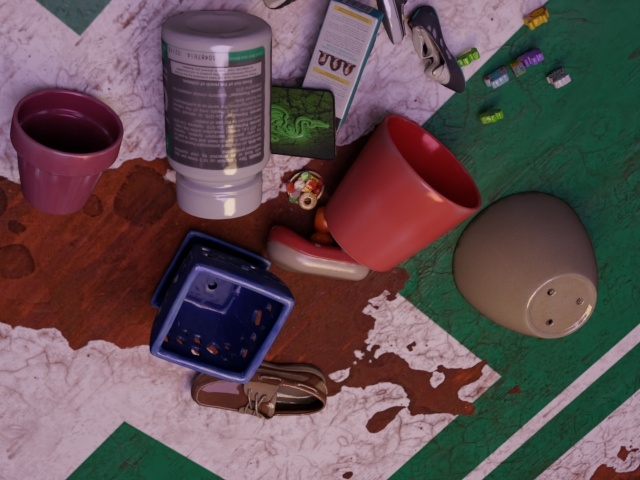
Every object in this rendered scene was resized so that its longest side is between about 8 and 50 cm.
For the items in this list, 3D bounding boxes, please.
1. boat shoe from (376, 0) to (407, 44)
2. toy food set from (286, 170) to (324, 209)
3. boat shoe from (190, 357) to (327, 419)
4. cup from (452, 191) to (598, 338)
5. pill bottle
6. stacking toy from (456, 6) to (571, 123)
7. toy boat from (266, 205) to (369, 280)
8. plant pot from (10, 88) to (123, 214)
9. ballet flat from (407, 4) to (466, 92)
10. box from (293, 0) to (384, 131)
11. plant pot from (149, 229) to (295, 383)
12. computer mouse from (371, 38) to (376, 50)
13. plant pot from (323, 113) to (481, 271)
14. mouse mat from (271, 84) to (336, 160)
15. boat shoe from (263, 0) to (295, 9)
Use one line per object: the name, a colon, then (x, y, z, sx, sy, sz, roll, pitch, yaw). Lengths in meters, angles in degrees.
boat shoe: (0.144, -0.494, 1.845, 0.076, 0.080, 0.228, -18, 114, -3)
toy food set: (-0.032, -0.110, 2.041, 0.082, 0.020, 0.083, 29, 108, -27)
boat shoe: (-0.135, 0.351, 2.217, 0.324, 0.116, 0.123, -1, 119, -14)
cup: (0.493, 0.088, 2.168, 0.331, 0.237, 0.331, -6, 120, -11)
pill bottle: (-0.194, -0.237, 1.820, 0.204, 0.204, 0.361, -5, 119, -13)
stacking toy: (0.402, -0.362, 2.003, 0.221, 0.052, 0.167, -29, 120, 4)
toy boat: (0.000, 0.000, 2.063, 0.231, 0.151, 0.151, 10, 85, -21)
plant pot: (-0.487, -0.157, 1.806, 0.201, 0.201, 0.180, 9, 132, -19)
ballet flat: (0.228, -0.373, 1.931, 0.074, 0.074, 0.203, -27, 118, 1)
box: (0.035, -0.345, 1.869, 0.100, 0.060, 0.244, 25, 120, 6)
plant pot: (-0.220, 0.127, 2.013, 0.236, 0.212, 0.236, 21, 111, -25)
computer mouse: (0.052, -0.352, 1.921, 0.071, 0.041, 0.242, 26, 119, 0)
plant pot: (0.153, -0.084, 1.979, 0.275, 0.275, 0.243, 31, 118, -27)
mouse mat: (-0.059, -0.237, 1.915, 0.190, 0.007, 0.152, 8, 122, 18)
boat shoe: (-0.049, -0.483, 1.817, 0.133, 0.042, 0.049, -30, 97, 2)
